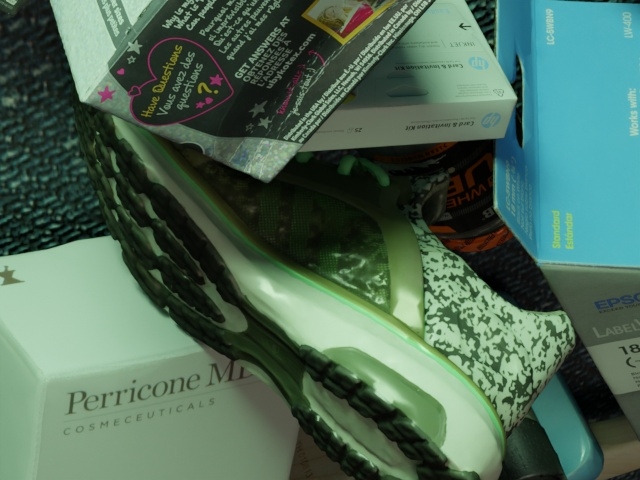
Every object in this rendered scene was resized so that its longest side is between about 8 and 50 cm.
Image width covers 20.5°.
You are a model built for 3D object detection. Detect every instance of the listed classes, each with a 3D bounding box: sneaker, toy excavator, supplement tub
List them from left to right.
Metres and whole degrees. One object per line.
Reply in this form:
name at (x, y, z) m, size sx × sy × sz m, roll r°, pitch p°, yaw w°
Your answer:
sneaker at (0.000, 0.000, 1.185) m, size 0.182 × 0.410 × 0.158 m, roll -40°, pitch 166°, yaw -27°
supplement tub at (0.086, -0.079, 1.286) m, size 0.117 × 0.117 × 0.190 m, roll -29°, pitch 138°, yaw 8°
toy excavator at (0.169, 0.176, 1.560) m, size 0.433 × 0.222 × 0.445 m, roll -31°, pitch 152°, yaw 9°

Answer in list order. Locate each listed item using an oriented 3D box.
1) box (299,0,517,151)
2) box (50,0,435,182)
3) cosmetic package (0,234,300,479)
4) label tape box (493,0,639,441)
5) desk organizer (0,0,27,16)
box at (0.027, -0.136, 1.147) m, size 0.145 × 0.186 × 0.038 m, roll -5°, pitch 136°, yaw -20°
box at (-0.066, -0.184, 1.009) m, size 0.142 × 0.247 × 0.163 m, roll 24°, pitch 121°, yaw -37°
cosmetic package at (-0.167, 0.229, 1.368) m, size 0.230 × 0.161 × 0.453 m, roll -10°, pitch 125°, yaw -32°
label tape box at (0.231, -0.036, 1.289) m, size 0.106 × 0.240 × 0.333 m, roll -12°, pitch 143°, yaw 21°
desk organizer at (-0.229, -0.194, 1.077) m, size 0.130 × 0.050 × 0.047 m, roll 26°, pitch 120°, yaw -41°
